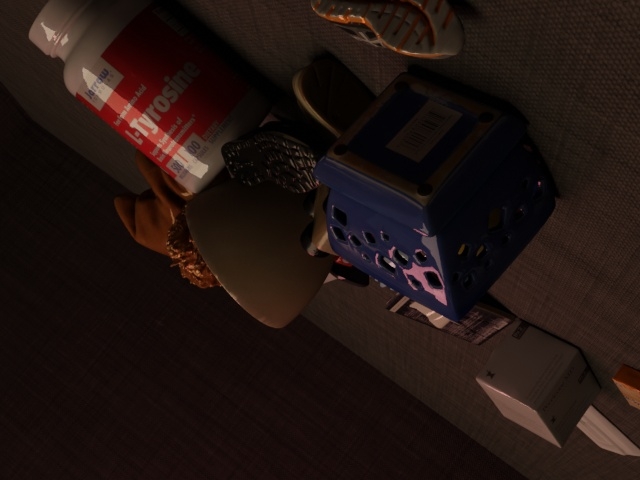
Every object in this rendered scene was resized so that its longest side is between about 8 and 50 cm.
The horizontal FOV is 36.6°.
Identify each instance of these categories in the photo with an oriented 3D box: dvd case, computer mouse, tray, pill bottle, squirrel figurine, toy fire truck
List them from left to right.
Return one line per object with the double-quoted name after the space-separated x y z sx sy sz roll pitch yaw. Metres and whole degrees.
-0.307 -0.293 1.744 0.408 0.229 0.229 40 168 -8 "pill bottle"
-0.261 -0.101 2.148 0.397 0.281 0.370 64 150 26 "squirrel figurine"
0.000 0.000 1.925 0.184 0.060 0.262 21 -166 -23 "computer mouse"
0.097 -0.037 1.616 0.246 0.217 0.158 19 134 -16 "toy fire truck"
0.260 0.145 1.966 0.221 0.018 0.164 21 152 -8 "dvd case"
0.590 0.397 2.158 0.270 0.030 0.145 41 166 -15 "tray"

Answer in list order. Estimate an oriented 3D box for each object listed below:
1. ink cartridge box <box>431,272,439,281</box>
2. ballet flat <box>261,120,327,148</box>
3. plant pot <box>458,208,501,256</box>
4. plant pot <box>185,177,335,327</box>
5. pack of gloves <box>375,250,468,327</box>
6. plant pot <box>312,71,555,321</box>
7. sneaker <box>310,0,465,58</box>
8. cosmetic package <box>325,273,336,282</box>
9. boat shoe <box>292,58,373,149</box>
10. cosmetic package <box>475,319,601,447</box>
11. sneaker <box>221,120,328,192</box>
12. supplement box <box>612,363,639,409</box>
0.177 0.044 1.963 0.198 0.067 0.115 26 165 41 "ink cartridge box"
-0.019 -0.152 1.800 0.247 0.083 0.087 29 179 43 "ballet flat"
0.221 -0.032 1.471 0.134 0.134 0.095 26 138 44 "plant pot"
-0.074 -0.015 1.719 0.284 0.191 0.284 49 -166 -17 "plant pot"
0.203 0.073 1.821 0.195 0.046 0.232 34 140 -4 "pack of gloves"
0.144 -0.074 1.280 0.236 0.236 0.212 30 158 35 "plant pot"
0.088 -0.258 1.128 0.215 0.084 0.083 33 180 38 "sneaker"
-0.068 -0.018 2.374 0.284 0.097 0.377 38 168 -5 "cosmetic package"
0.068 -0.151 1.498 0.302 0.109 0.098 48 171 -15 "boat shoe"
0.431 0.283 1.909 0.151 0.151 0.183 27 164 41 "cosmetic package"
-0.048 -0.156 1.563 0.283 0.124 0.107 12 133 56 "sneaker"
0.571 0.270 1.730 0.062 0.036 0.098 24 162 50 "supplement box"
